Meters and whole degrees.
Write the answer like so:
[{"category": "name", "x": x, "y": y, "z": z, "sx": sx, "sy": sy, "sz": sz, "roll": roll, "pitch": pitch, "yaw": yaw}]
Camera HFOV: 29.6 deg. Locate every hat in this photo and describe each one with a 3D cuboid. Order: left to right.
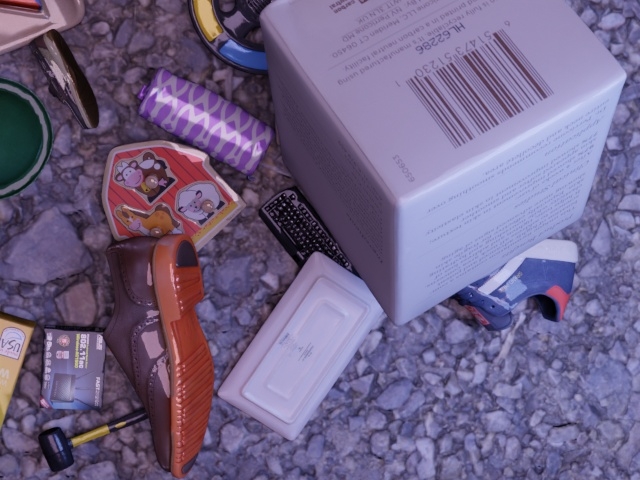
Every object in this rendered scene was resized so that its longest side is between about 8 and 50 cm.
[{"category": "hat", "x": -0.468, "y": -0.128, "z": 1.659, "sx": 0.173, "sy": 0.183, "sz": 0.208, "roll": 40, "pitch": 87, "yaw": -12}]

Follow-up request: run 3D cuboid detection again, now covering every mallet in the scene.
[{"category": "mallet", "x": -0.320, "y": 0.291, "z": 1.804, "sx": 0.190, "sy": 0.039, "sz": 0.062, "roll": -13, "pitch": 98, "yaw": -13}]

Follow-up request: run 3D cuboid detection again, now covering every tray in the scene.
[{"category": "tray", "x": -0.024, "y": 0.164, "z": 1.835, "sx": 0.145, "sy": 0.030, "sz": 0.270, "roll": 34, "pitch": 94, "yaw": -11}]

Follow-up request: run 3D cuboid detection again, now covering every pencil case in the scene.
[{"category": "pencil case", "x": -0.165, "y": -0.173, "z": 1.761, "sx": 0.206, "sy": 0.088, "sz": 0.086, "roll": 30, "pitch": 92, "yaw": -12}]

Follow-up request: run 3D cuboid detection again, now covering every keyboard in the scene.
[{"category": "keyboard", "x": 0.000, "y": 0.000, "z": 1.834, "sx": 0.100, "sy": 0.038, "sz": 0.192, "roll": -40, "pitch": 102, "yaw": -5}]

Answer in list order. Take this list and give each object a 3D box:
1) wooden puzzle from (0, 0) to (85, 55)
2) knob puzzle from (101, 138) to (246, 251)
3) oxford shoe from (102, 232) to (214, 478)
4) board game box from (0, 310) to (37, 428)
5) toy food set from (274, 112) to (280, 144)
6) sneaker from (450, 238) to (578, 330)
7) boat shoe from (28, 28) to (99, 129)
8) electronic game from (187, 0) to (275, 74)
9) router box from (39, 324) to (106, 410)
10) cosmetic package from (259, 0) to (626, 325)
[{"category": "wooden puzzle", "x": -0.543, "y": -0.395, "z": 1.674, "sx": 0.348, "sy": 0.080, "sz": 0.322, "roll": -23, "pitch": 99, "yaw": -7}, {"category": "knob puzzle", "x": -0.234, "y": -0.061, "z": 1.756, "sx": 0.213, "sy": 0.030, "sz": 0.213, "roll": 1, "pitch": 111, "yaw": 3}, {"category": "oxford shoe", "x": -0.240, "y": 0.169, "z": 1.773, "sx": 0.133, "sy": 0.130, "sz": 0.363, "roll": -1, "pitch": 98, "yaw": 16}, {"category": "board game box", "x": -0.571, "y": 0.234, "z": 1.734, "sx": 0.242, "sy": 0.064, "sz": 0.316, "roll": 18, "pitch": 92, "yaw": -12}, {"category": "toy food set", "x": 0.007, "y": -0.246, "z": 1.786, "sx": 0.218, "sy": 0.071, "sz": 0.128, "roll": -27, "pitch": 138, "yaw": -16}, {"category": "sneaker", "x": 0.223, "y": 0.062, "z": 1.832, "sx": 0.350, "sy": 0.131, "sz": 0.148, "roll": 4, "pitch": 90, "yaw": -11}, {"category": "boat shoe", "x": -0.367, "y": -0.227, "z": 1.740, "sx": 0.049, "sy": 0.056, "sz": 0.152, "roll": -19, "pitch": 105, "yaw": 16}, {"category": "electronic game", "x": -0.081, "y": -0.358, "z": 1.780, "sx": 0.229, "sy": 0.048, "sz": 0.229, "roll": -1, "pitch": 95, "yaw": -10}, {"category": "router box", "x": -0.363, "y": 0.187, "z": 1.782, "sx": 0.092, "sy": 0.038, "sz": 0.122, "roll": 3, "pitch": 95, "yaw": -12}, {"category": "cosmetic package", "x": 0.149, "y": -0.154, "z": 1.602, "sx": 0.329, "sy": 0.393, "sz": 0.327, "roll": -30, "pitch": 67, "yaw": -11}]
